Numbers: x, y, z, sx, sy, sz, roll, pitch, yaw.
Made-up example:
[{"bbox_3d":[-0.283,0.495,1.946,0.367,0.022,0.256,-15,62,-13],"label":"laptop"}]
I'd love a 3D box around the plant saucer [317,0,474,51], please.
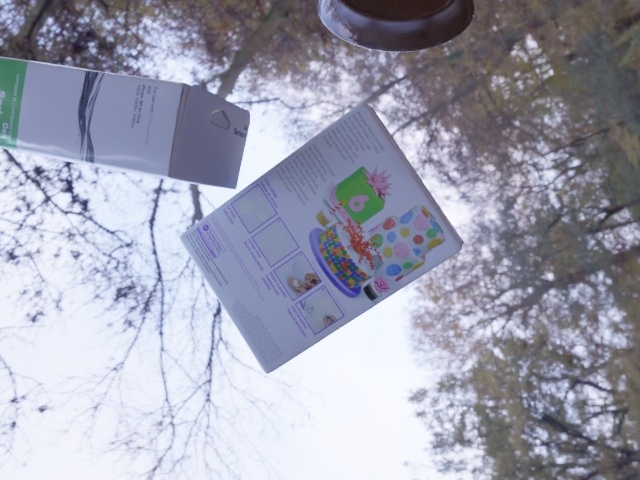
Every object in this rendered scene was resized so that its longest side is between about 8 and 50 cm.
[{"bbox_3d":[0.148,-0.482,1.316,0.050,0.311,0.310,87,-169,-53],"label":"plant saucer"}]

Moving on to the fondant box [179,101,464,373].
[{"bbox_3d":[0.000,0.000,0.957,0.238,0.330,0.096,57,-165,6],"label":"fondant box"}]

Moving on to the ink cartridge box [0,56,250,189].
[{"bbox_3d":[-0.271,-0.155,0.915,0.211,0.289,0.121,-2,-77,-73],"label":"ink cartridge box"}]
